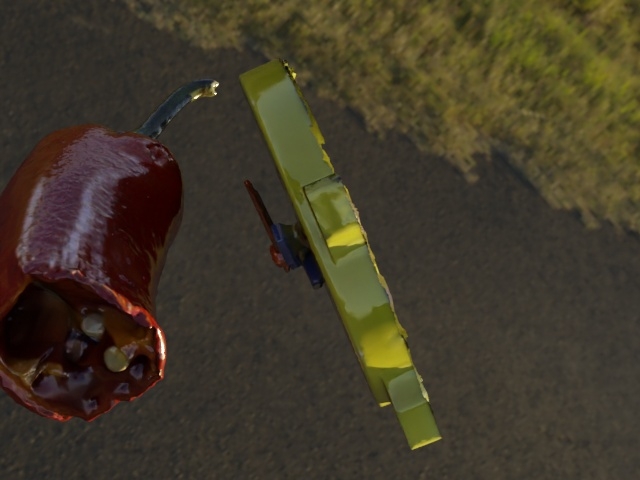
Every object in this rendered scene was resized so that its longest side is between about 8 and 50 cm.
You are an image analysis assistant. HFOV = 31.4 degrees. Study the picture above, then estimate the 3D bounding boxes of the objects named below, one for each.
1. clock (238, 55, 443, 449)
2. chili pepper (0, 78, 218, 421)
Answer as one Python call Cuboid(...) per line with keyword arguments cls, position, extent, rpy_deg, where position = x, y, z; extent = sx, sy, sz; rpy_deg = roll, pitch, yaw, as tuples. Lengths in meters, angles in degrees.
Cuboid(cls="clock", position=(-0.004, 0.001, 0.876), extent=(0.293, 0.071, 0.277), rpy_deg=(-112, 180, -67))
Cuboid(cls="chili pepper", position=(-0.171, -0.021, 0.854), extent=(0.135, 0.131, 0.338), rpy_deg=(28, 31, -20))
